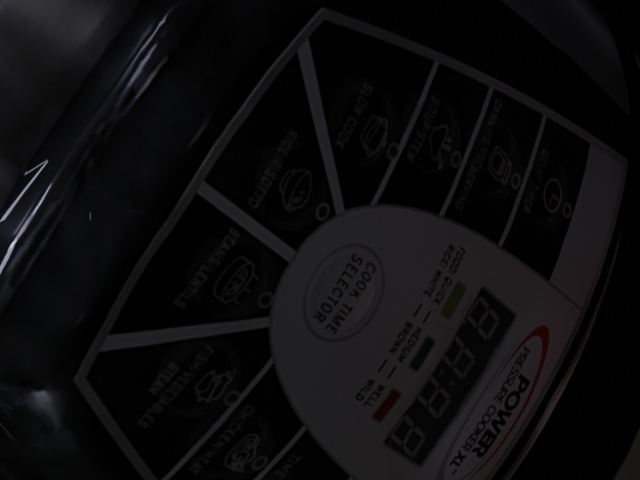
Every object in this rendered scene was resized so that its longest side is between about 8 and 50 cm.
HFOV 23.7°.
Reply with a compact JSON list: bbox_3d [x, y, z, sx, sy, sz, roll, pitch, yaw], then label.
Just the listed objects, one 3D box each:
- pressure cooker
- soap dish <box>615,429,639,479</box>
[{"bbox_3d":[-0.074,-0.024,0.566,0.420,0.370,0.375,39,-140,-40],"label":"pressure cooker"},{"bbox_3d":[0.199,0.130,0.656,0.118,0.229,0.291,35,170,29],"label":"soap dish"}]
